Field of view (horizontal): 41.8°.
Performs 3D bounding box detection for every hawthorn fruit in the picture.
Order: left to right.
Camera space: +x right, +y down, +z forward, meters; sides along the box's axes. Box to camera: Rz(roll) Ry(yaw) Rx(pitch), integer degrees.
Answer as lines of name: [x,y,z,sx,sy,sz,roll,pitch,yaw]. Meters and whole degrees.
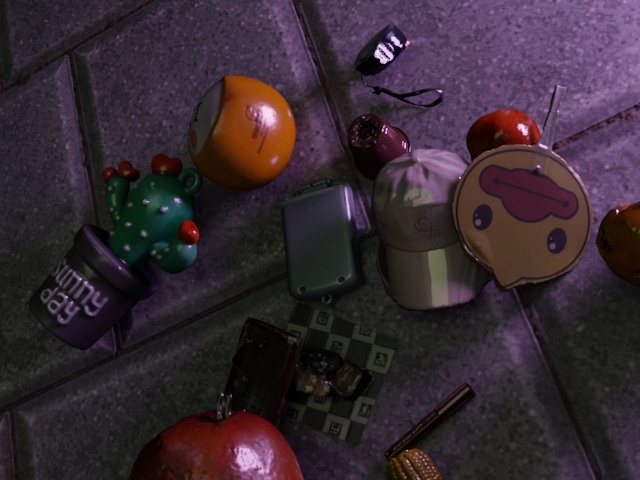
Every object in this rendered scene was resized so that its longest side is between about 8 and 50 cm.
hawthorn fruit: [-0.159,0.406,1.280,0.316,0.316,0.316,-10,66,23]
hawthorn fruit: [0.306,-0.160,1.363,0.140,0.125,0.125,-42,58,-1]

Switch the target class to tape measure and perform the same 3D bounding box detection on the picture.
tape measure: [0.155,-0.313,1.553,0.180,0.104,0.107,38,63,0]

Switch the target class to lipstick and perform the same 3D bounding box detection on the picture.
lipstick: [0.168,0.287,1.311,0.176,0.027,0.027,-42,58,8]

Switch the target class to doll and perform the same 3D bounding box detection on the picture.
doll: [-0.159,-0.194,1.588,0.236,0.213,0.213,-11,58,65]

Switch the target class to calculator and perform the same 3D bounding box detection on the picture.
calculator: [0.000,0.000,1.496,0.141,0.045,0.246,-17,64,20]

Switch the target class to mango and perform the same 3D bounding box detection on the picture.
mango: [0.521,-0.013,1.187,0.248,0.151,0.156,-19,22,10]

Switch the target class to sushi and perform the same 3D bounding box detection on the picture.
sushi: [-0.001,0.214,1.408,0.215,0.050,0.192,17,78,31]

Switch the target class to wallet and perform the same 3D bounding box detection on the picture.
wallet: [-0.111,0.254,1.419,0.122,0.031,0.232,19,99,29]

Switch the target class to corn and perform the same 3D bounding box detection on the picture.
corn: [0.174,0.414,1.229,0.080,0.080,0.231,-36,63,9]

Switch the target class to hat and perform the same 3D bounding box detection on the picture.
hat: [0.171,-0.019,1.357,0.232,0.161,0.275,-10,70,28]

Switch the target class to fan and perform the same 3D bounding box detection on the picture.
fan: [0.325,-0.082,1.298,0.229,0.011,0.335,16,86,-7]

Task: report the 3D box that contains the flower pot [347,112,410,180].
flower pot: [0.095,-0.173,1.492,0.111,0.089,0.111,-10,66,23]

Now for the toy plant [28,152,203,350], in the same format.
toy plant: [-0.360,0.020,1.581,0.400,0.185,0.279,-48,35,1]
